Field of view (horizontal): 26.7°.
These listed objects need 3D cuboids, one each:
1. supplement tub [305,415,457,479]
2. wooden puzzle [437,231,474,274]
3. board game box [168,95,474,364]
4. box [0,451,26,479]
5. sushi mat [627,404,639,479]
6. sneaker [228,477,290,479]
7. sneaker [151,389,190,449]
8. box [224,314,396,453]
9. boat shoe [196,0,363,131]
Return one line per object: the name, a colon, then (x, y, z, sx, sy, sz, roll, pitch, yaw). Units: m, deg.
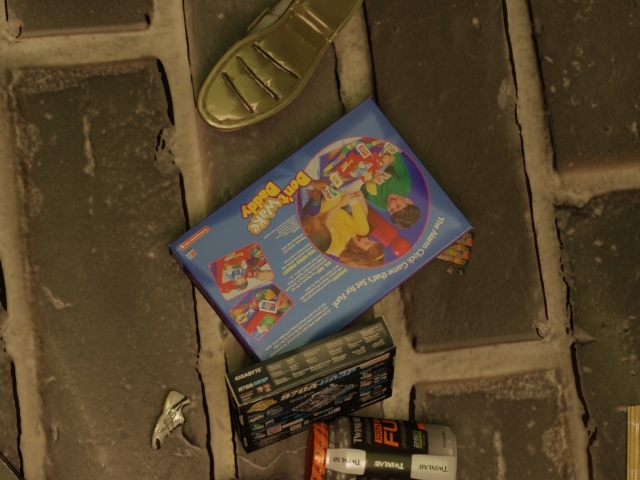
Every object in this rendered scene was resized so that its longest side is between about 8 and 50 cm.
supplement tub: (0.079, 0.294, 1.794, 0.190, 0.117, 0.117, 6, 79, -7)
wooden puzzle: (0.190, 0.008, 1.914, 0.049, 0.006, 0.083, 16, 79, -4)
board game box: (0.000, 0.000, 1.851, 0.347, 0.078, 0.233, -37, 86, -10)
box: (-0.467, 0.439, 1.720, 0.307, 0.076, 0.242, -41, 87, -12)
sushi mat: (0.491, 0.379, 1.841, 0.151, 0.019, 0.316, -3, 77, 32)
sneaker: (-0.033, 0.362, 1.751, 0.236, 0.095, 0.104, 7, 117, 2)
sneaker: (-0.200, 0.244, 1.811, 0.037, 0.032, 0.083, 21, 79, -3)
box: (-0.010, 0.192, 1.769, 0.220, 0.175, 0.051, -21, 63, -9)
boat shoe: (-0.058, -0.261, 1.882, 0.302, 0.103, 0.113, -45, 101, -13)
